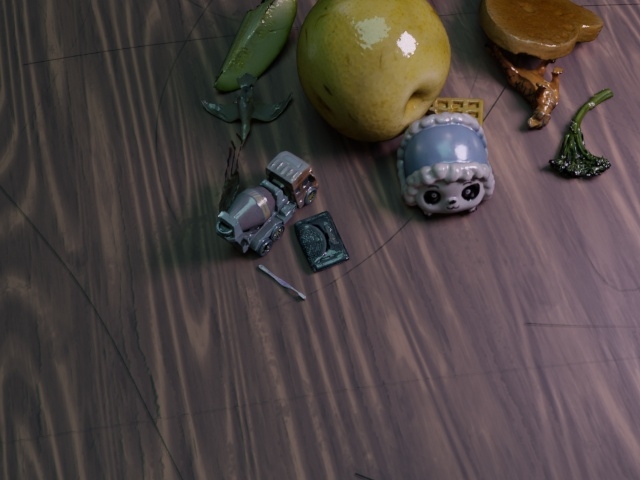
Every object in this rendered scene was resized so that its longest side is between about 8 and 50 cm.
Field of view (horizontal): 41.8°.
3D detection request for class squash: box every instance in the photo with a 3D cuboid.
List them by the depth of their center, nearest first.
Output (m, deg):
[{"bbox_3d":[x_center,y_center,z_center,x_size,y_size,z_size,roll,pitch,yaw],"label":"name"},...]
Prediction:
[{"bbox_3d":[-0.146,-0.465,2.027,0.169,0.093,0.252,-17,46,49],"label":"squash"}]

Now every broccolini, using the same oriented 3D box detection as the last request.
[{"bbox_3d":[0.614,-0.239,1.867,0.123,0.062,0.271,30,65,9],"label":"broccolini"}]

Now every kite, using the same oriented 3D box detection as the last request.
[{"bbox_3d":[-0.197,-0.144,1.862,0.016,0.127,0.229,19,51,-23],"label":"kite"}]

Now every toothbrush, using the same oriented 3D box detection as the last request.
[{"bbox_3d":[-0.081,0.087,1.770,0.131,0.013,0.011,35,60,22],"label":"toothbrush"}]

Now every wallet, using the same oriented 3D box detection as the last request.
[{"bbox_3d":[0.000,0.000,1.802,0.088,0.026,0.129,-20,61,-6],"label":"wallet"}]

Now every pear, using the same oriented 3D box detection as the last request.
[{"bbox_3d":[0.113,-0.393,1.830,0.348,0.348,0.348,-2,61,4],"label":"pear"}]

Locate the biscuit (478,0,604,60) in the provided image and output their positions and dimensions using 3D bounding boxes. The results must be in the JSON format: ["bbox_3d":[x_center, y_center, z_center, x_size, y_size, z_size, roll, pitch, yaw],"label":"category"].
[{"bbox_3d":[0.515,-0.519,1.976,0.287,0.057,0.343,6,42,-3],"label":"biscuit"}]

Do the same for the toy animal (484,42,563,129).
[{"bbox_3d":[0.469,-0.378,1.941,0.114,0.116,0.255,-15,52,-25],"label":"toy animal"}]

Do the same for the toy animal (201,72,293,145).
[{"bbox_3d":[-0.183,-0.303,1.950,0.219,0.095,0.155,2,57,8],"label":"toy animal"}]

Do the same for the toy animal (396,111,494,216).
[{"bbox_3d":[0.270,-0.163,1.793,0.208,0.156,0.204,-4,61,2],"label":"toy animal"}]

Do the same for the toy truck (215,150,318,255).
[{"bbox_3d":[-0.118,-0.081,1.793,0.108,0.140,0.256,34,70,22],"label":"toy truck"}]

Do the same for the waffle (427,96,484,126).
[{"bbox_3d":[0.279,-0.279,1.932,0.191,0.032,0.125,2,64,9],"label":"waffle"}]
